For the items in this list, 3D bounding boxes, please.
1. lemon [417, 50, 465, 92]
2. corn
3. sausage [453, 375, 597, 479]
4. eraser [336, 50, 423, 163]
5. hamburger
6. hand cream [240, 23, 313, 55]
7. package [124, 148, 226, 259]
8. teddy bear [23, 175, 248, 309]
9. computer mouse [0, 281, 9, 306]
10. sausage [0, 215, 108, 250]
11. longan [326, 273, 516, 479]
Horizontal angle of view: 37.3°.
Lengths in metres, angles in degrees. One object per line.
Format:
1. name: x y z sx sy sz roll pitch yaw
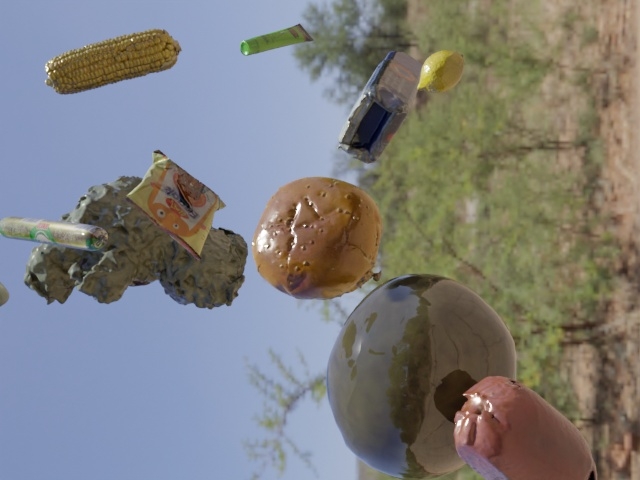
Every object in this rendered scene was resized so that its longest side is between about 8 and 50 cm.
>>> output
1. lemon: 0.197 -0.275 1.552 0.065 0.092 0.065 48 -160 -23
2. corn: -0.354 -0.307 1.617 0.080 0.238 0.080 164 90 -76
3. sausage: 0.307 0.313 1.416 0.279 0.152 0.152 42 -144 -29
4. eraser: 0.128 -0.282 1.969 0.155 0.101 0.332 -57 2 28
5. hamburger: 0.000 0.000 2.166 0.170 0.314 0.290 44 -122 -61
6. hand cream: -0.064 -0.290 1.372 0.122 0.036 0.023 -24 -23 -39
7. package: -0.163 -0.043 1.079 0.108 0.031 0.121 40 -148 -17
8. teddy bear: -0.314 0.033 1.791 0.357 0.367 0.224 -44 -16 -50
9. computer mouse: -0.754 0.104 2.149 0.056 0.110 0.032 -36 -21 -20
10. sausage: -0.347 -0.011 1.212 0.033 0.269 0.033 -6 -82 -44
11. longan: 0.169 0.229 1.626 0.361 0.361 0.361 1 -90 -83
